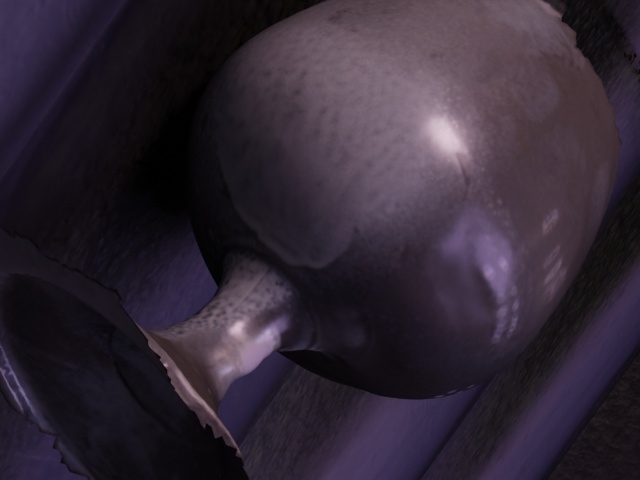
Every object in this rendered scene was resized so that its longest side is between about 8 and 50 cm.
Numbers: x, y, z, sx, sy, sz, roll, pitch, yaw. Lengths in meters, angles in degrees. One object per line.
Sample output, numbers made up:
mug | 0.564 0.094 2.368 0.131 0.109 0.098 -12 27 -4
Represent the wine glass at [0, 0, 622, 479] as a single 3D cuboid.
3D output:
wine glass | 0.000 0.000 0.947 0.323 0.238 0.238 -42 156 -32
